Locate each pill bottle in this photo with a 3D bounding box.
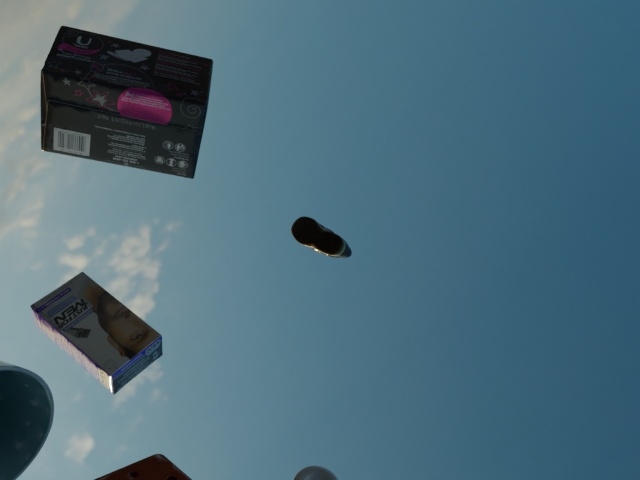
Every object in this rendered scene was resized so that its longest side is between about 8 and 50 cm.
[{"bbox_3d":[-0.026,0.556,1.446,0.103,0.103,0.184,-107,-154,-46],"label":"pill bottle"}]

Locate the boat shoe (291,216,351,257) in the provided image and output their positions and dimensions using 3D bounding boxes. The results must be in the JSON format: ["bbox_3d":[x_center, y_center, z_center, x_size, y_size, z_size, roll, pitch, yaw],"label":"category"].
[{"bbox_3d":[0.000,0.000,1.338,0.056,0.049,0.152,-53,-137,-2],"label":"boat shoe"}]

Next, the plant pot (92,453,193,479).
[{"bbox_3d":[-0.365,0.610,1.455,0.267,0.267,0.236,23,-68,38],"label":"plant pot"}]

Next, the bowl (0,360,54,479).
[{"bbox_3d":[-0.677,0.333,1.294,0.163,0.311,0.311,28,-96,32],"label":"bowl"}]

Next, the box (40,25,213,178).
[{"bbox_3d":[-0.311,-0.222,1.142,0.142,0.247,0.163,-92,-163,-45],"label":"box"}]

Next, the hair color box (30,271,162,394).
[{"bbox_3d":[-0.628,0.253,1.971,0.339,0.110,0.185,34,-130,19],"label":"hair color box"}]
